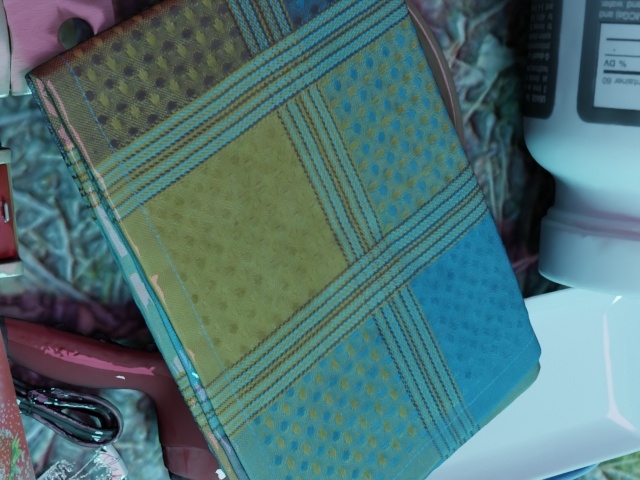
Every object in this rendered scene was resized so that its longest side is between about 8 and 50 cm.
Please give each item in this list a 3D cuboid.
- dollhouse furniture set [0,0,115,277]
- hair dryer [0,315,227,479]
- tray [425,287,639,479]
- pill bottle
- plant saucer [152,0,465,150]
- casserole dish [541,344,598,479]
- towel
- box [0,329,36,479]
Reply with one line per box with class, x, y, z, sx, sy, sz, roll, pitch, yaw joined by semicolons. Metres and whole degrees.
dollhouse furniture set;-0.196;-0.063;0.801;0.129;0.129;0.184;-8;100;-21
hair dryer;-0.129;0.092;0.882;0.293;0.080;0.224;-39;109;-14
tray;0.130;0.118;0.982;0.270;0.030;0.145;-12;101;-20
pill bottle;0.255;-0.148;0.933;0.210;0.210;0.363;0;99;-23
plant saucer;-0.016;-0.071;0.886;0.277;0.041;0.278;5;81;-35
casserole dish;0.151;0.144;1.030;0.188;0.037;0.114;-13;103;-20
towel;0.000;0.000;0.833;0.271;0.040;0.370;-36;112;-31
box;-0.280;0.065;0.721;0.142;0.154;0.300;-50;138;-56
